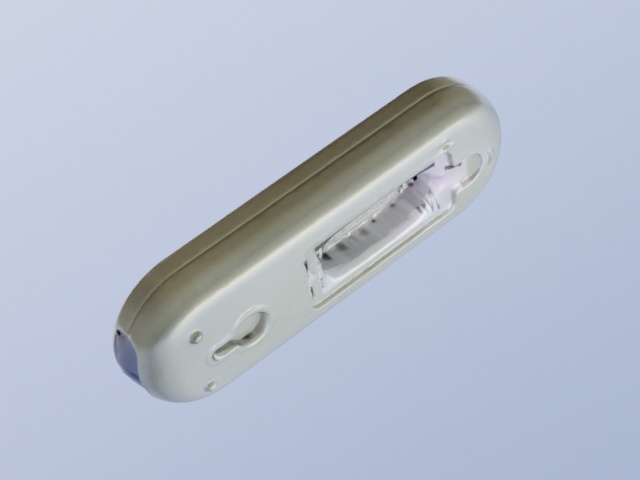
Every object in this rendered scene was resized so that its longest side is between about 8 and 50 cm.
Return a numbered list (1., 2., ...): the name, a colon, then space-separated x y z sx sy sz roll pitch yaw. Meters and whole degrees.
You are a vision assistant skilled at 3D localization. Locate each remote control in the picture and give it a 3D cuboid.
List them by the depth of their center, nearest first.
1. remote control: 0.000 0.000 0.818 0.221 0.078 0.042 -37 -125 -20
